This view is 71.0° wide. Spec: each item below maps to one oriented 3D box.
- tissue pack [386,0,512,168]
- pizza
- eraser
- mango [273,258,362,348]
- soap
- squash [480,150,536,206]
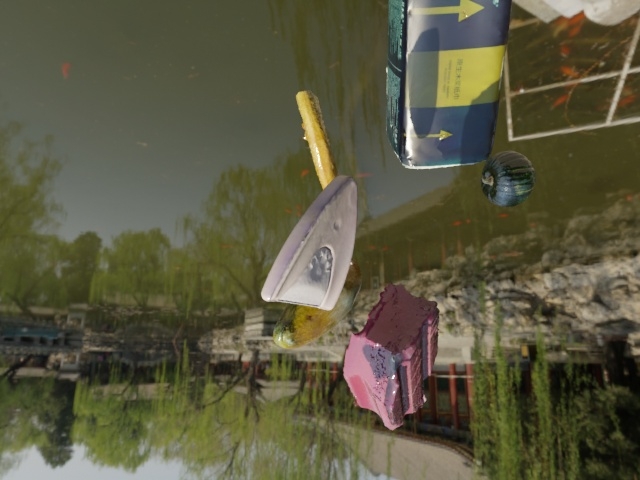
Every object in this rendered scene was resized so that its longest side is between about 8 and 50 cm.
[{"bbox_3d":[0.294,-0.422,1.104,0.253,0.264,0.417,-6,122,1],"label":"tissue pack"},{"bbox_3d":[-0.003,-0.278,1.359,0.074,0.182,0.365,-19,127,-1],"label":"pizza"},{"bbox_3d":[-0.001,0.000,0.789,0.059,0.243,0.204,19,177,34],"label":"eraser"},{"bbox_3d":[-0.006,0.159,1.149,0.146,0.316,0.193,23,141,26],"label":"mango"},{"bbox_3d":[0.141,0.236,0.838,0.112,0.182,0.289,28,151,34],"label":"soap"},{"bbox_3d":[0.693,-0.228,1.672,0.172,0.218,0.218,-31,167,-7],"label":"squash"}]
